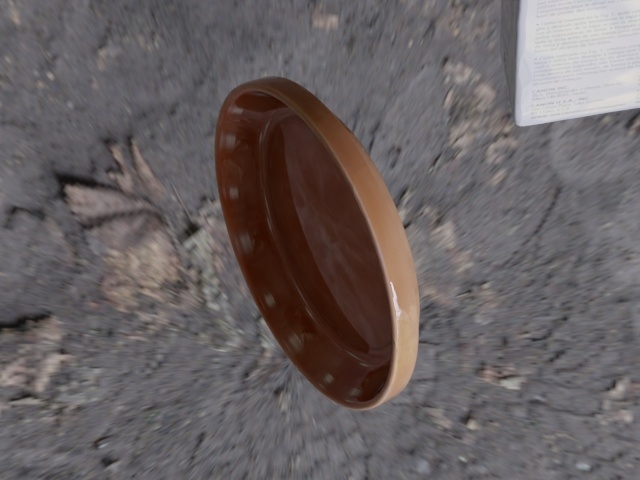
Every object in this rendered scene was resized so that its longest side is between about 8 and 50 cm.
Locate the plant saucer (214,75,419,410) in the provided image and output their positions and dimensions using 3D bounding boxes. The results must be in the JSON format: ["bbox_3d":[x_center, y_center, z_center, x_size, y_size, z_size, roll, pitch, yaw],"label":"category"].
[{"bbox_3d":[0.000,0.000,0.442,0.013,0.083,0.083,-23,87,-24],"label":"plant saucer"}]

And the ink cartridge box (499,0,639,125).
[{"bbox_3d":[0.177,-0.146,0.861,0.181,0.225,0.056,-9,58,-1],"label":"ink cartridge box"}]
